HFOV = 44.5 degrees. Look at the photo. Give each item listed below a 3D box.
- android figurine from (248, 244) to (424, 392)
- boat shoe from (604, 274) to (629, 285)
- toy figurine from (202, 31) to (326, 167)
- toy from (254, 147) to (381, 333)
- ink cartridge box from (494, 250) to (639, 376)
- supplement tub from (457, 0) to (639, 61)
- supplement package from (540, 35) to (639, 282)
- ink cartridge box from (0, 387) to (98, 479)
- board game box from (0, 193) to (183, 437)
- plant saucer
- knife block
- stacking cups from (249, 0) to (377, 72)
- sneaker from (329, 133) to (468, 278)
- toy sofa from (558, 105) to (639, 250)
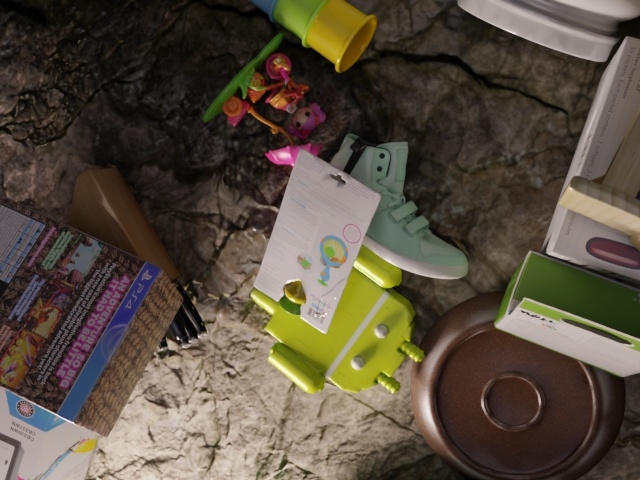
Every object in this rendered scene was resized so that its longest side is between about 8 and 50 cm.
[{"bbox_3d":[0.029,0.119,1.188,0.273,0.056,0.248,39,105,9],"label":"android figurine"},{"bbox_3d":[0.412,0.049,1.082,0.035,0.035,0.100,3,98,15],"label":"boat shoe"},{"bbox_3d":[-0.057,-0.188,1.151,0.159,0.130,0.173,42,93,-6],"label":"toy figurine"},{"bbox_3d":[0.000,0.000,1.110,0.137,0.056,0.237,32,118,20],"label":"toy"},{"bbox_3d":[0.333,0.084,0.965,0.189,0.255,0.097,21,79,10],"label":"ink cartridge box"},{"bbox_3d":[0.319,-0.407,0.924,0.241,0.241,0.331,25,115,11],"label":"supplement tub"},{"bbox_3d":[0.389,-0.084,0.965,0.145,0.204,0.262,18,93,12],"label":"supplement package"},{"bbox_3d":[-0.490,0.303,1.276,0.198,0.197,0.270,23,102,11],"label":"ink cartridge box"},{"bbox_3d":[-0.386,0.105,1.110,0.291,0.141,0.232,24,71,11],"label":"board game box"},{"bbox_3d":[0.281,0.228,1.137,0.310,0.050,0.310,2,97,16],"label":"plant saucer"},{"bbox_3d":[-0.282,0.042,1.244,0.242,0.088,0.275,15,101,12],"label":"knife block"},{"bbox_3d":[-0.066,-0.373,1.129,0.316,0.096,0.096,39,105,9],"label":"stacking cups"},{"bbox_3d":[0.117,-0.055,1.113,0.256,0.094,0.151,29,111,12],"label":"sneaker"},{"bbox_3d":[0.398,-0.162,0.784,0.177,0.150,0.362,27,92,13],"label":"toy sofa"}]
